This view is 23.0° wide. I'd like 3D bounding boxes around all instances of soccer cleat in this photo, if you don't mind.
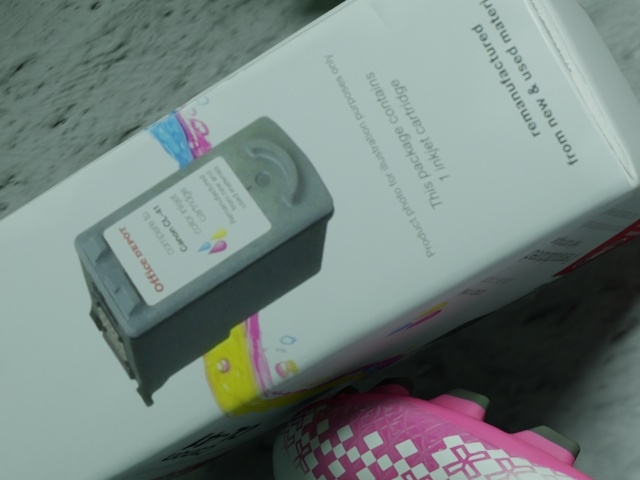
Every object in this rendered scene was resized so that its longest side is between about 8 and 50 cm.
[{"bbox_3d":[0.074,0.149,0.603,0.331,0.116,0.143,11,55,47],"label":"soccer cleat"}]

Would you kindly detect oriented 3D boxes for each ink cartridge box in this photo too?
[{"bbox_3d":[0.000,0.000,0.727,0.306,0.131,0.226,-31,-9,16],"label":"ink cartridge box"}]
